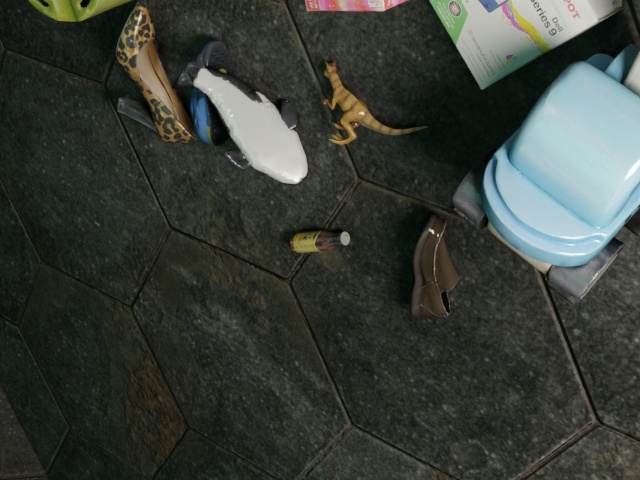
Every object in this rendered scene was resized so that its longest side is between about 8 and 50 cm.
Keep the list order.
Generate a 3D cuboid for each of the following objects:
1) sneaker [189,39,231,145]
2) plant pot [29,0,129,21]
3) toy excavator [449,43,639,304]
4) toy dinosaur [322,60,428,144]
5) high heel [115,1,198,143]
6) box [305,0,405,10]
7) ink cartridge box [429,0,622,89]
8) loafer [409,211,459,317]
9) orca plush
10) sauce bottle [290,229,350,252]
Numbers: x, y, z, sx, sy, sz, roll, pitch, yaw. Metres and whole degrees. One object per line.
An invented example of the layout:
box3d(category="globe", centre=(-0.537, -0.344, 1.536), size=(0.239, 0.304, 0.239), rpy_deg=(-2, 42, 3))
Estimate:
box3d(category="sneaker", centre=(-0.216, -0.278, 1.849), size=(0.082, 0.069, 0.209), rpy_deg=(28, 131, 32))
box3d(category="plant pot", centre=(-0.379, -0.498, 1.682), size=(0.276, 0.254, 0.276), rpy_deg=(14, 129, 18))
box3d(category="toy excavator", centre=(0.390, -0.181, 1.223), size=(0.222, 0.433, 0.445), rpy_deg=(41, 164, 16))
box3d(category="toy dinosaur", centre=(0.062, -0.208, 1.646), size=(0.211, 0.064, 0.112), rpy_deg=(43, 135, 13))
box3d(category="high heel", centre=(-0.297, -0.314, 1.897), size=(0.186, 0.093, 0.261), rpy_deg=(28, 132, 17))
box3d(category="box", centre=(0.051, -0.492, 1.422), size=(0.154, 0.142, 0.300), rpy_deg=(11, 122, 38))
box3d(category="ink cartridge box", centre=(0.278, -0.327, 1.357), size=(0.212, 0.093, 0.154), rpy_deg=(-27, 95, 45))
box3d(category="loafer", centre=(0.199, 0.044, 1.679), size=(0.078, 0.080, 0.220), rpy_deg=(10, 134, 12))
box3d(category="orca plush", centre=(-0.141, -0.207, 1.795), size=(0.287, 0.151, 0.102), rpy_deg=(30, 177, -8))
box3d(category="sauce bottle", centre=(0.000, 0.000, 1.847), size=(0.128, 0.042, 0.042), rpy_deg=(-7, 110, 41))
